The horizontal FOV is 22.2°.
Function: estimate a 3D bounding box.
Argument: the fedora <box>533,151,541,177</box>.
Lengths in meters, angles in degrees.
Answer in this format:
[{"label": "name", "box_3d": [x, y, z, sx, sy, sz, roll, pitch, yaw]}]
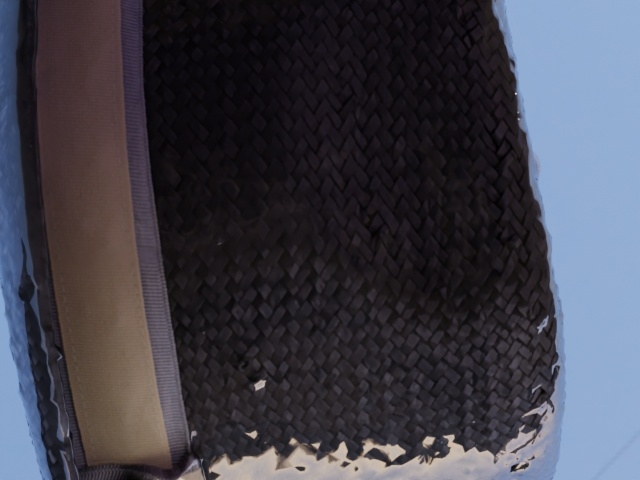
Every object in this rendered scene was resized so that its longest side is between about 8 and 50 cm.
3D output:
[{"label": "fedora", "box_3d": [0.004, 0.029, 0.949, 0.275, 0.244, 0.124, -14, -109, 2]}]

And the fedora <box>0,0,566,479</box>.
[{"label": "fedora", "box_3d": [0.000, 0.000, 0.557, 0.152, 0.334, 0.334, -6, -109, 5]}]
